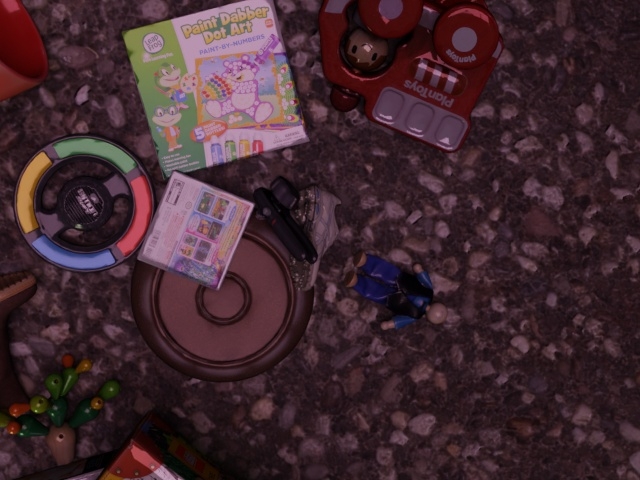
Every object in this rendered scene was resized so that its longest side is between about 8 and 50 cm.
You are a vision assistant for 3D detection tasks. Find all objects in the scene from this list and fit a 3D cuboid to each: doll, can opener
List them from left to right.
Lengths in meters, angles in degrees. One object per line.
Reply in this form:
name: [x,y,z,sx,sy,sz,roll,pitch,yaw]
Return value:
can opener: [-0.058,-0.029,1.555,0.059,0.186,0.073,8,127,-34]
doll: [0.133,0.093,1.643,0.189,0.046,0.129,26,85,-15]

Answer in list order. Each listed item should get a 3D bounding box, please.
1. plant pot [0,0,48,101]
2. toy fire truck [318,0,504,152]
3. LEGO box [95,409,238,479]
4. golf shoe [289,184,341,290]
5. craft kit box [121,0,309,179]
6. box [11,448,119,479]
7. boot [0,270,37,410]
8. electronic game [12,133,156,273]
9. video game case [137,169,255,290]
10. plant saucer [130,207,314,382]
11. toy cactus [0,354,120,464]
plant pot: [-0.582,-0.286,1.426,0.243,0.275,0.275,-30,100,10]
toy fire truck: [0.133,-0.296,1.545,0.302,0.169,0.253,21,114,-7]
LEGO box: [-0.280,0.583,1.488,0.372,0.193,0.500,37,92,-3]
golf shoe: [0.000,0.000,1.594,0.086,0.069,0.176,12,82,-34]
craft kit box: [-0.167,-0.248,1.566,0.250,0.061,0.246,-16,96,-4]
box: [-0.443,0.474,1.617,0.290,0.087,0.169,-15,98,-3]
boot: [-0.535,0.184,1.588,0.248,0.090,0.206,-31,114,-6]
electronic game: [-0.383,-0.059,1.571,0.229,0.048,0.229,-1,97,-5]
video game case: [-0.201,-0.015,1.561,0.143,0.019,0.157,22,95,-9]
plant saucer: [-0.162,0.092,1.615,0.311,0.050,0.310,-1,97,-7]
toy cactus: [-0.440,0.288,1.591,0.219,0.112,0.180,-18,126,-28]
